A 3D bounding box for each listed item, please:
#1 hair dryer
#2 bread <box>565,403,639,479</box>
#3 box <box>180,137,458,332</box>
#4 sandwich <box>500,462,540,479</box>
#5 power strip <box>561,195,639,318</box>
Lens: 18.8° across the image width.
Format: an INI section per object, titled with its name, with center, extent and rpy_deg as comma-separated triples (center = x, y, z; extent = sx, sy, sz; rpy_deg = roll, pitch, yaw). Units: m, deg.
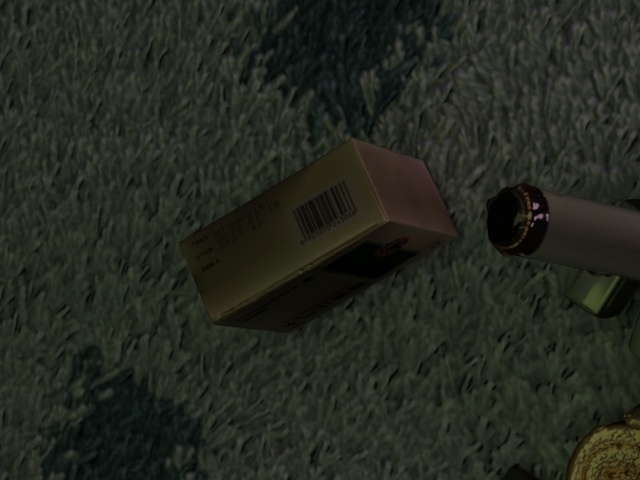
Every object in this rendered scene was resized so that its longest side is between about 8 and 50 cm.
[hair dryer]
center = 0.270, 0.008, 1.651
extent = 0.128, 0.362, 0.203
rpy_deg = 29, 105, 52
[bread]
center = 0.308, 0.213, 1.782
extent = 0.149, 0.073, 0.122
rpy_deg = 16, 91, 22
[box]
center = 0.000, 0.000, 1.865
extent = 0.212, 0.168, 0.095
rpy_deg = -31, 73, 22
[sandwich]
center = 0.208, 0.287, 1.800
extent = 0.163, 0.113, 0.079
rpy_deg = 38, 105, 20
[power strip]
center = 0.290, -0.001, 1.783
extent = 0.042, 0.075, 0.175
rpy_deg = 36, 105, 22
